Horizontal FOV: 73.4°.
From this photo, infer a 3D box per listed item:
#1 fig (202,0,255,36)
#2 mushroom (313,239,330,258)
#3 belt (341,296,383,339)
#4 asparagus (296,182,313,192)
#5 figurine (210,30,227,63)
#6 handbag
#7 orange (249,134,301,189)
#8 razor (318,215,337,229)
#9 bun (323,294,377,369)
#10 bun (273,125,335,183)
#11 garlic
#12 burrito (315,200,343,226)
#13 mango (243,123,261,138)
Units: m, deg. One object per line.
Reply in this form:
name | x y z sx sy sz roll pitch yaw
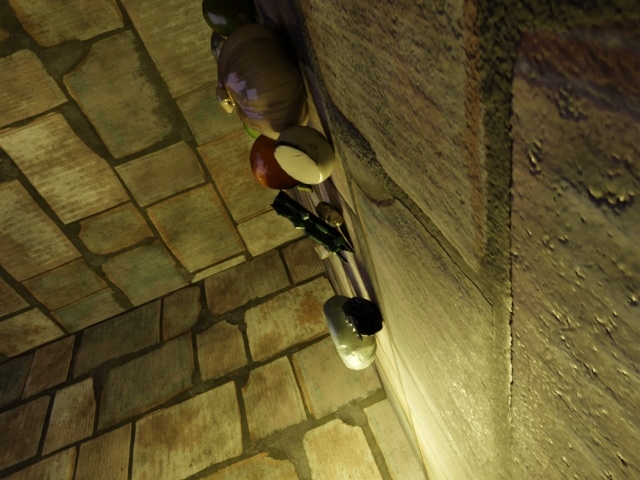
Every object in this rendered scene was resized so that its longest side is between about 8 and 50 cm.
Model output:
fig | -0.319 -0.813 1.527 0.191 0.181 0.181 40 159 40
mushroom | 0.007 0.007 2.363 0.108 0.096 0.247 35 -154 -45
belt | 0.151 0.274 1.626 0.218 0.122 0.129 -168 57 -78
asparagus | -0.132 -0.381 2.162 0.343 0.085 0.082 65 -160 11
figurine | -0.366 -0.866 1.925 0.381 0.202 0.249 -91 -12 -67
handbag | -0.031 -0.055 1.580 0.326 0.089 0.238 37 -176 -22
orange | -0.149 -0.308 1.623 0.240 0.239 0.240 158 90 -86
razor | 0.035 -0.067 1.779 0.090 0.054 0.148 -123 10 -71
bun | 0.142 0.406 1.972 0.354 0.194 0.355 156 90 -89
bun | -0.035 -0.243 1.170 0.172 0.120 0.173 28 157 13
garlic | -0.155 -0.432 1.214 0.322 0.240 0.322 55 -158 -36
burrito | 0.033 -0.096 1.525 0.086 0.061 0.226 22 -171 -14
mango | -0.344 -0.688 2.483 0.225 0.201 0.382 58 -179 -8
